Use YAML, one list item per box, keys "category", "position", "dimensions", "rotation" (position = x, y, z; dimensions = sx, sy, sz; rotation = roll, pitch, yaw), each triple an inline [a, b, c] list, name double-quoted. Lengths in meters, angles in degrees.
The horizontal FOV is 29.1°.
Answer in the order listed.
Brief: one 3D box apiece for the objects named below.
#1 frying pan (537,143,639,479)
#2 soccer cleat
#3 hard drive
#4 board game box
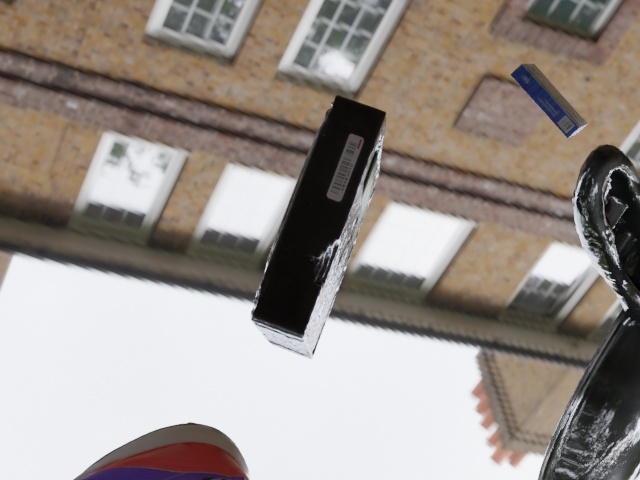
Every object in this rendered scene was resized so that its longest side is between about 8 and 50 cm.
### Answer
- category: "frying pan"
  position: [0.171, 0.019, 0.571]
  dimensions: [0.053, 0.326, 0.197]
  rotation: [33, -118, 23]
- category: "soccer cleat"
  position: [-0.190, 0.230, 0.816]
  dimensions: [0.109, 0.318, 0.116]
  rotation: [64, 179, -20]
- category: "hard drive"
  position: [0.000, 0.000, 1.323]
  dimensions: [0.064, 0.237, 0.339]
  rotation: [20, 173, 5]
- category: "board game box"
  position: [0.244, -0.150, 1.314]
  dimensions: [0.090, 0.020, 0.090]
  rotation: [49, -161, 6]
